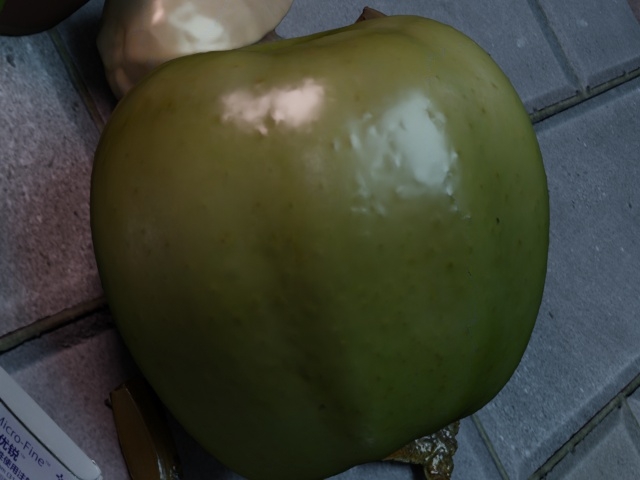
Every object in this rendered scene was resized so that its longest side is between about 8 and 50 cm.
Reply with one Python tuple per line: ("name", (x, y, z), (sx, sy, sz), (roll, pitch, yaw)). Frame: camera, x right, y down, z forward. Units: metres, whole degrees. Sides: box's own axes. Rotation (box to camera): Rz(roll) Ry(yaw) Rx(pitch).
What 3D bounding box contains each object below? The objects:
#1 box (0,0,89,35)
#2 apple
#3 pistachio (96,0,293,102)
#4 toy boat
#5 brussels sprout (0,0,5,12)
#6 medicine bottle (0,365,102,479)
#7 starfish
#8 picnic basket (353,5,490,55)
("box", (-0.296, -0.387, 1.700), (0.301, 0.216, 0.301), (36, 38, -35))
("apple", (0.000, 0.000, 1.622), (0.473, 0.473, 0.473), (36, 40, -37))
("pistachio", (-0.133, -0.232, 1.841), (0.187, 0.187, 0.299), (61, 33, -2))
("toy boat", (-0.160, 0.200, 1.599), (0.049, 0.047, 0.149), (1, 64, -56))
("brussels sprout", (-0.403, -0.208, 1.335), (0.328, 0.328, 0.247), (9, 38, -53))
("medicine bottle", (-0.288, 0.198, 1.413), (0.201, 0.052, 0.171), (51, 32, -21))
("starfish", (0.117, 0.213, 2.004), (0.138, 0.050, 0.247), (46, 28, -24))
("picnic basket", (0.117, -0.093, 1.990), (0.321, 0.291, 0.254), (16, 39, -39))
